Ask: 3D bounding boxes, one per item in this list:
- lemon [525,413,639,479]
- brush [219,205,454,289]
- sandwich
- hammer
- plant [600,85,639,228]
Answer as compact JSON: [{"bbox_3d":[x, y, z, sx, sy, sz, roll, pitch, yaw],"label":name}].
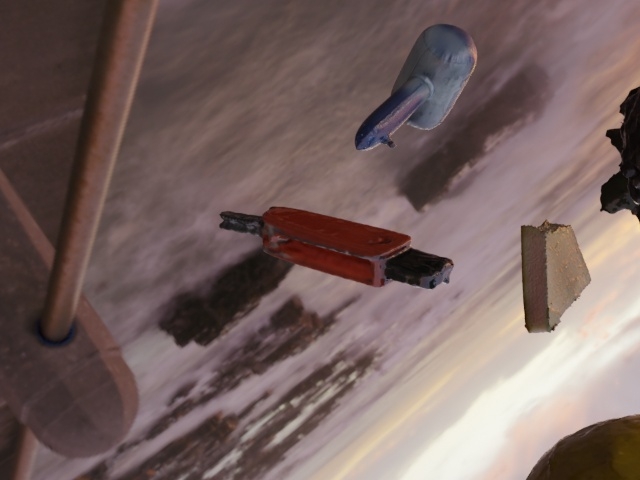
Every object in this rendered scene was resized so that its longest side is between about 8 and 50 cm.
[{"bbox_3d":[0.300,0.289,0.677,0.260,0.260,0.284,-53,-168,46],"label":"lemon"},{"bbox_3d":[0.000,-0.001,0.862,0.070,0.323,0.051,-33,126,-44],"label":"brush"},{"bbox_3d":[0.391,0.046,1.322,0.058,0.163,0.193,-12,-162,45],"label":"sandwich"},{"bbox_3d":[0.089,-0.141,0.779,0.194,0.069,0.116,-47,170,-41],"label":"hammer"},{"bbox_3d":[0.579,-0.142,1.216,0.213,0.215,0.312,6,164,-1],"label":"plant"}]
